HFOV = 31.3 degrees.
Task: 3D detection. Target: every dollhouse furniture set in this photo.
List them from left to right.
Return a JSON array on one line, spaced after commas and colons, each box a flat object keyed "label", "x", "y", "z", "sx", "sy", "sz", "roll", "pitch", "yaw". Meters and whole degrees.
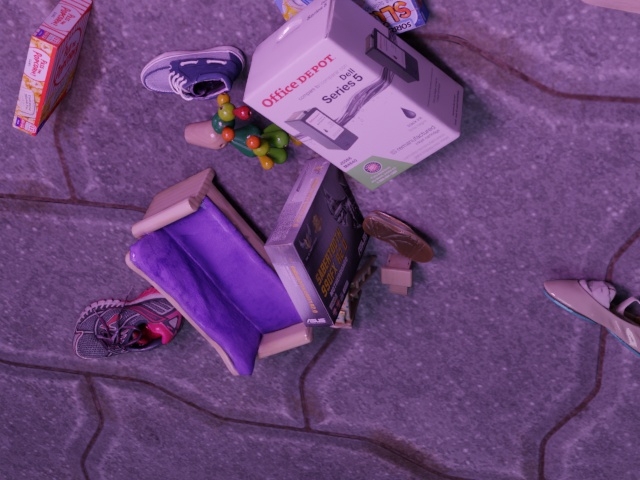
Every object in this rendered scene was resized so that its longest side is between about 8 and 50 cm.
[{"label": "dollhouse furniture set", "x": 0.086, "y": 0.118, "z": 2.062, "sx": 0.160, "sy": 0.101, "sz": 0.182, "roll": 7, "pitch": 132, "yaw": 13}]

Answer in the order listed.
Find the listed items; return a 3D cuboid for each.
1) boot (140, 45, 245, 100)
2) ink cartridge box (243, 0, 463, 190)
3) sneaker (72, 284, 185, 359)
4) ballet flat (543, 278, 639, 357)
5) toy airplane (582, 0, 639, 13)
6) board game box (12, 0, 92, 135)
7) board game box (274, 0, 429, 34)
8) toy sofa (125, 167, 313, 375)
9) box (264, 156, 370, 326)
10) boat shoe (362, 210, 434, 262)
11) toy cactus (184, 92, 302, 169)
[{"label": "boot", "x": -0.217, "y": -0.260, "z": 1.830, "sx": 0.190, "sy": 0.086, "sz": 0.069, "roll": -10, "pitch": 127, "yaw": 26}, {"label": "ink cartridge box", "x": 0.050, "y": -0.221, "z": 1.719, "sx": 0.273, "sy": 0.115, "sz": 0.198, "roll": 32, "pitch": 138, "yaw": -28}, {"label": "sneaker", "x": -0.392, "y": 0.177, "z": 2.267, "sx": 0.299, "sy": 0.112, "sz": 0.121, "roll": -24, "pitch": 120, "yaw": 34}, {"label": "ballet flat", "x": 0.497, "y": 0.116, "z": 1.953, "sx": 0.248, "sy": 0.086, "sz": 0.086, "roll": 32, "pitch": 133, "yaw": -13}, {"label": "toy airplane", "x": 0.563, "y": -0.321, "z": 1.436, "sx": 0.384, "sy": 0.273, "sz": 0.386, "roll": -8, "pitch": 165, "yaw": 37}, {"label": "board game box", "x": -0.432, "y": -0.285, "z": 1.837, "sx": 0.045, "sy": 0.147, "sz": 0.193, "roll": 24, "pitch": 134, "yaw": -4}, {"label": "board game box", "x": 0.042, "y": -0.354, "z": 1.695, "sx": 0.201, "sy": 0.035, "sz": 0.136, "roll": -15, "pitch": 125, "yaw": 29}, {"label": "toy sofa", "x": -0.167, "y": 0.066, "z": 2.048, "sx": 0.150, "sy": 0.177, "sz": 0.362, "roll": -22, "pitch": 120, "yaw": 33}, {"label": "box", "x": 0.000, "y": 0.000, "z": 1.895, "sx": 0.056, "sy": 0.231, "sz": 0.183, "roll": -6, "pitch": 128, "yaw": 27}, {"label": "boat shoe", "x": 0.138, "y": -0.011, "z": 1.967, "sx": 0.135, "sy": 0.045, "sz": 0.050, "roll": 32, "pitch": 125, "yaw": -6}, {"label": "toy cactus", "x": -0.134, "y": -0.180, "z": 1.837, "sx": 0.180, "sy": 0.112, "sz": 0.219, "roll": 4, "pitch": 176, "yaw": 24}]
